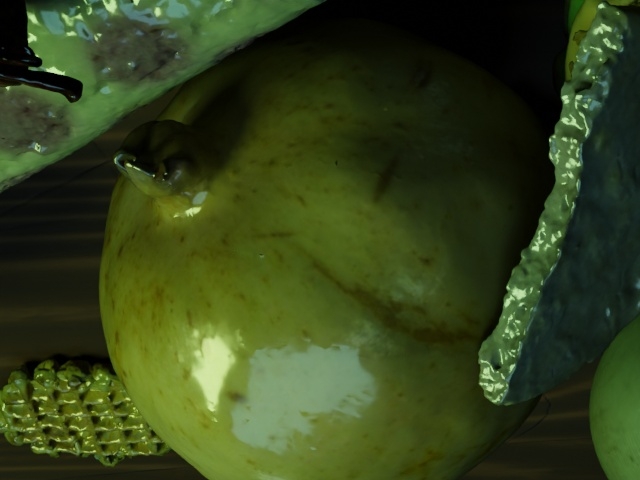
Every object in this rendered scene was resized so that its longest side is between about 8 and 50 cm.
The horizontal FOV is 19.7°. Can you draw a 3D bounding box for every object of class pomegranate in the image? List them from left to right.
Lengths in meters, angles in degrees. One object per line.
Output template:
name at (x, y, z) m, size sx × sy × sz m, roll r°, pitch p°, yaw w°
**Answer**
pomegranate at (0.000, 0.000, 1.209) m, size 0.343 × 0.342 × 0.342 m, roll 0°, pitch 146°, yaw 0°

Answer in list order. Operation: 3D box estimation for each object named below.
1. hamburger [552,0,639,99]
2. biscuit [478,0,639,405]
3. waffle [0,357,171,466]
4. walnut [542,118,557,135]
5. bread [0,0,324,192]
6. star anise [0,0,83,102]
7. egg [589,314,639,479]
hamburger at (0.251, -0.143, 1.158) m, size 0.237 × 0.149 × 0.237 m, roll -1°, pitch 137°, yaw -1°
biscuit at (0.176, -0.018, 1.100) m, size 0.133 × 0.032 × 0.250 m, roll -1°, pitch 114°, yaw -40°
waffle at (-0.209, 0.159, 1.702) m, size 0.191 × 0.038 × 0.191 m, roll 0°, pitch 145°, yaw 0°
walnut at (0.164, -0.017, 1.386) m, size 0.116 × 0.115 × 0.207 m, roll -4°, pitch 138°, yaw 7°
bread at (-0.161, -0.156, 1.134) m, size 0.338 × 0.155 × 0.187 m, roll -26°, pitch 133°, yaw 34°
star anise at (-0.238, -0.169, 0.991) m, size 0.220 × 0.126 × 0.190 m, roll 6°, pitch 108°, yaw 23°
egg at (0.356, 0.120, 1.484) m, size 0.295 × 0.218 × 0.218 m, roll -35°, pitch 133°, yaw 24°
